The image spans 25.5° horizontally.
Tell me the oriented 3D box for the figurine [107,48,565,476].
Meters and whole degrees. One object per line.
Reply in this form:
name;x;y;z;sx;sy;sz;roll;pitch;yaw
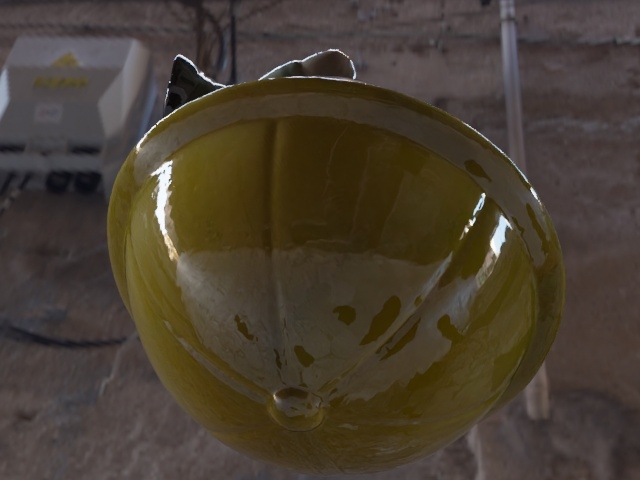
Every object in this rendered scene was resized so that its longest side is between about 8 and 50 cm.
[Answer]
figurine;-0.002;0.005;0.630;0.192;0.257;0.167;21;-80;-12
